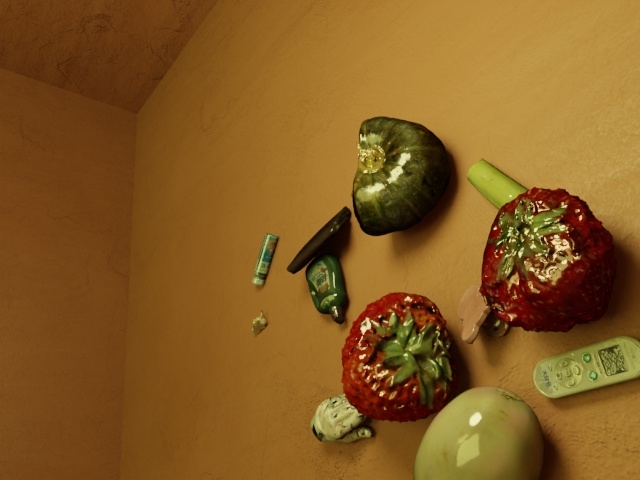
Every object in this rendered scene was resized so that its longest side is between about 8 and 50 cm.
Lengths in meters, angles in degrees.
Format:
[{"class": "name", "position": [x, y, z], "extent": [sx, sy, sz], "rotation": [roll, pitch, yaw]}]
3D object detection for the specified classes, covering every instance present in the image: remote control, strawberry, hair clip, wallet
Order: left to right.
[{"class": "wallet", "position": [0.000, 0.000, 1.676], "extent": [0.229, 0.049, 0.182], "rotation": [-46, 3, 32]}, {"class": "strawberry", "position": [0.177, 0.290, 1.290], "extent": [0.351, 0.267, 0.312], "rotation": [109, -176, -59]}, {"class": "hair clip", "position": [0.344, 0.155, 1.205], "extent": [0.123, 0.102, 0.138], "rotation": [-60, 39, 16]}, {"class": "strawberry", "position": [0.437, 0.050, 1.026], "extent": [0.274, 0.220, 0.274], "rotation": [-45, 31, 37]}, {"class": "remote control", "position": [0.506, 0.241, 1.019], "extent": [0.221, 0.042, 0.078], "rotation": [-34, 53, 41]}]

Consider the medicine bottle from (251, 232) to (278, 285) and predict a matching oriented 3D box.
[{"class": "medicine bottle", "position": [-0.205, 0.068, 1.984], "extent": [0.051, 0.051, 0.191], "rotation": [25, 99, 53]}]

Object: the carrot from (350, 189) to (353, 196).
[{"class": "carrot", "position": [0.135, -0.168, 1.638], "extent": [0.142, 0.035, 0.035], "rotation": [-30, 56, 53]}]

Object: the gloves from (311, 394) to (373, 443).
[{"class": "gloves", "position": [0.064, 0.481, 1.465], "extent": [0.212, 0.111, 0.127], "rotation": [-48, 40, 43]}]

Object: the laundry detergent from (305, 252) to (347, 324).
[{"class": "laundry detergent", "position": [0.023, 0.159, 1.643], "extent": [0.144, 0.078, 0.222], "rotation": [-43, 50, 38]}]

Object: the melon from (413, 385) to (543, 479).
[{"class": "melon", "position": [0.306, 0.440, 1.066], "extent": [0.223, 0.223, 0.317], "rotation": [37, 113, 51]}]

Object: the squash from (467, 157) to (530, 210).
[{"class": "squash", "position": [0.414, -0.105, 1.214], "extent": [0.083, 0.083, 0.250], "rotation": [-59, 39, 21]}]

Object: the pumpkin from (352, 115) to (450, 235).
[{"class": "pumpkin", "position": [0.223, -0.166, 1.411], "extent": [0.232, 0.242, 0.325], "rotation": [1, 73, 23]}]

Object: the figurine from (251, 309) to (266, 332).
[{"class": "figurine", "position": [-0.221, 0.293, 1.947], "extent": [0.083, 0.047, 0.050], "rotation": [-52, 28, 39]}]
